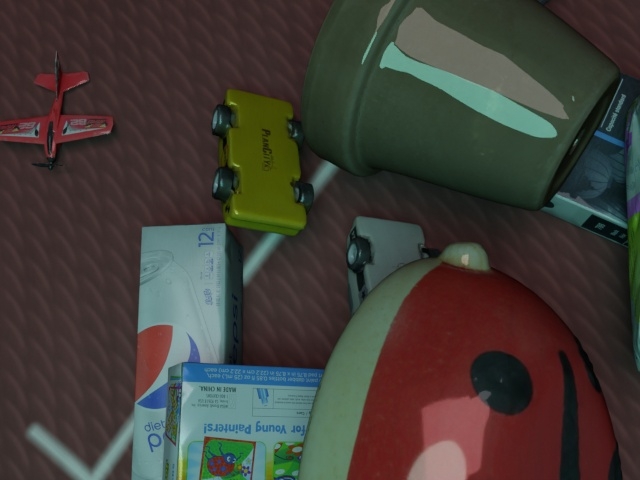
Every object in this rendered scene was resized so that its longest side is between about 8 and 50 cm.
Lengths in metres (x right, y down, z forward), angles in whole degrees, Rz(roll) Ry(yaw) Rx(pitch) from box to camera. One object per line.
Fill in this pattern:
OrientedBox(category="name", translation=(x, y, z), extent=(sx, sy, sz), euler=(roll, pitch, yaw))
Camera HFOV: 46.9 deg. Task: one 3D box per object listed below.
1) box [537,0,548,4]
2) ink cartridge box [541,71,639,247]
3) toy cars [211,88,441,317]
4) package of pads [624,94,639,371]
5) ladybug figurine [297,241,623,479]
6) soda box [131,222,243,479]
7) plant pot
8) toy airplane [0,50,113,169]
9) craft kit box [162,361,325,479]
OrientedBox(category="box", translation=(0.208, -0.373, 0.864), extent=(0.114, 0.103, 0.203), euler=(-44, 75, -8))
OrientedBox(category="ink cartridge box", translation=(0.324, -0.088, 0.796), extent=(0.333, 0.065, 0.165), euler=(24, 78, 12))
OrientedBox(category="toy cars", translation=(0.000, 0.000, 0.783), extent=(0.393, 0.087, 0.176), euler=(45, 48, 13))
OrientedBox(category="package of pads", translation=(0.407, -0.013, 0.683), extent=(0.229, 0.101, 0.296), euler=(2, 75, 5))
OrientedBox(category="ladybug figurine", translation=(0.129, 0.226, 0.593), extent=(0.305, 0.162, 0.449), euler=(-5, 94, -37))
OrientedBox(category="soda box", translation=(-0.132, 0.130, 0.755), extent=(0.091, 0.098, 0.286), euler=(-2, 75, 4))
OrientedBox(category="plant pot", translation=(0.148, -0.145, 0.713), extent=(0.229, 0.263, 0.263), euler=(32, 79, 19))
OrientedBox(category="toy airplane", translation=(-0.320, -0.154, 0.887), extent=(0.151, 0.028, 0.151), euler=(-1, 74, 3))
OrientedBox(category="craft kit box", translation=(-0.020, 0.242, 0.676), extent=(0.250, 0.061, 0.246), euler=(8, 70, -25))
